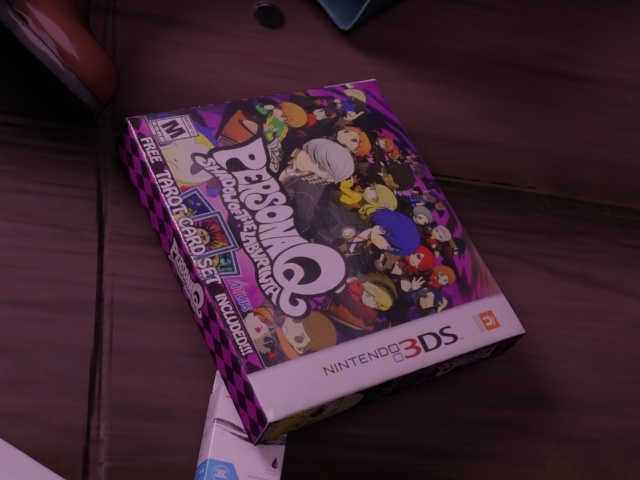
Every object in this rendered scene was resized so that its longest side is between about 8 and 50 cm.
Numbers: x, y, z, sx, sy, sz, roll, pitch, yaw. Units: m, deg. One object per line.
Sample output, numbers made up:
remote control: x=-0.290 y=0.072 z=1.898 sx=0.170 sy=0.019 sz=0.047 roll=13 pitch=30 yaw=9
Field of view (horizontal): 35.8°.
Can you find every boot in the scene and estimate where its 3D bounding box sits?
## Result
boot: x=-0.120 y=-0.245 z=0.693 sx=0.280 sy=0.096 sz=0.264 roll=-31 pitch=66 yaw=-9

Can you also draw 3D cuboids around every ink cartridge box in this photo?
ink cartridge box: x=-0.047 y=0.120 z=0.624 sx=0.048 sy=0.028 sz=0.083 roll=17 pitch=59 yaw=-15

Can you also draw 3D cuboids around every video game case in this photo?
video game case: x=0.000 y=0.000 z=0.679 sx=0.210 sy=0.042 sz=0.232 roll=-13 pitch=64 yaw=-31

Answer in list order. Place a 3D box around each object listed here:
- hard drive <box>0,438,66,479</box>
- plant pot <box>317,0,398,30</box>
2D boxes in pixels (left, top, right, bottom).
hard drive: x=-0.201 y=0.219 z=0.500 sx=0.353 sy=0.047 sz=0.233 roll=34 pitch=57 yaw=-3
plant pot: x=0.079 y=-0.317 z=0.821 sx=0.165 sy=0.165 sz=0.234 roll=50 pitch=49 yaw=7
